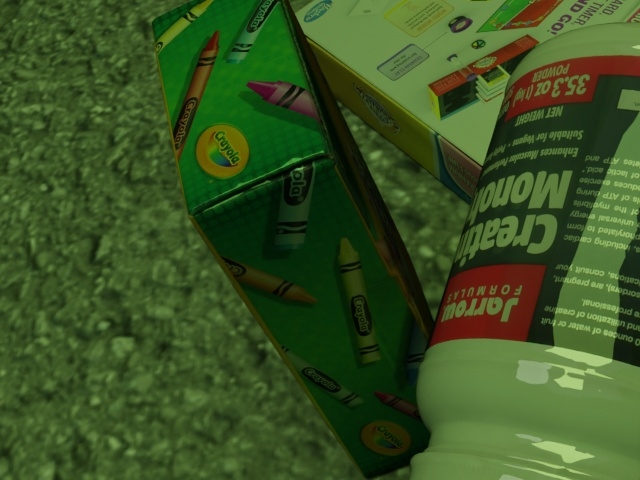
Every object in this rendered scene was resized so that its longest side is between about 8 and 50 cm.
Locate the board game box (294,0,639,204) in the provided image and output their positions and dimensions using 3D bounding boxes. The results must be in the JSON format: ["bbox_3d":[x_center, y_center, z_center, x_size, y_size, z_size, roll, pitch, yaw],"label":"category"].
[{"bbox_3d":[0.154,-0.152,0.944,0.242,0.064,0.316,-36,47,-10],"label":"board game box"}]

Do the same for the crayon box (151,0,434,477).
[{"bbox_3d":[0.000,0.000,0.727,0.081,0.278,0.165,-23,47,6],"label":"crayon box"}]

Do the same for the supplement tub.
[{"bbox_3d":[0.163,0.038,0.660,0.191,0.191,0.272,9,69,29],"label":"supplement tub"}]
